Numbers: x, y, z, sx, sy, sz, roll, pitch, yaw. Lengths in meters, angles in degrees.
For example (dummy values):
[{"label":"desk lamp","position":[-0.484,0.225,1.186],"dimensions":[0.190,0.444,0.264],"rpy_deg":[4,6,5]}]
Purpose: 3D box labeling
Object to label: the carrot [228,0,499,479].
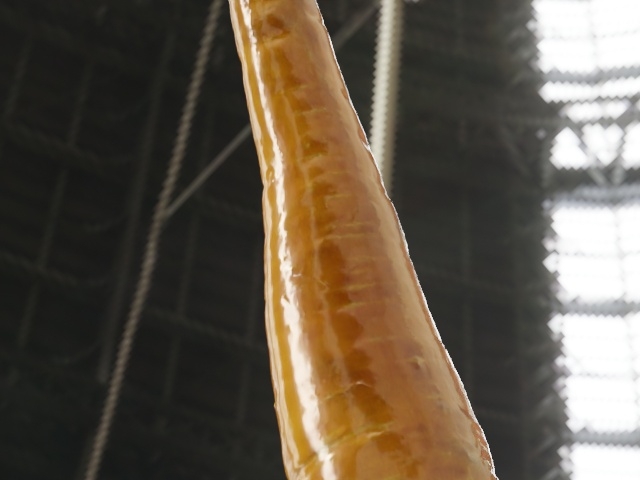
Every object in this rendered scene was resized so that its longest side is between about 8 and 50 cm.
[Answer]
[{"label":"carrot","position":[0.000,0.000,0.625],"dimensions":[0.061,0.061,0.256],"rpy_deg":[11,-127,-44]}]
